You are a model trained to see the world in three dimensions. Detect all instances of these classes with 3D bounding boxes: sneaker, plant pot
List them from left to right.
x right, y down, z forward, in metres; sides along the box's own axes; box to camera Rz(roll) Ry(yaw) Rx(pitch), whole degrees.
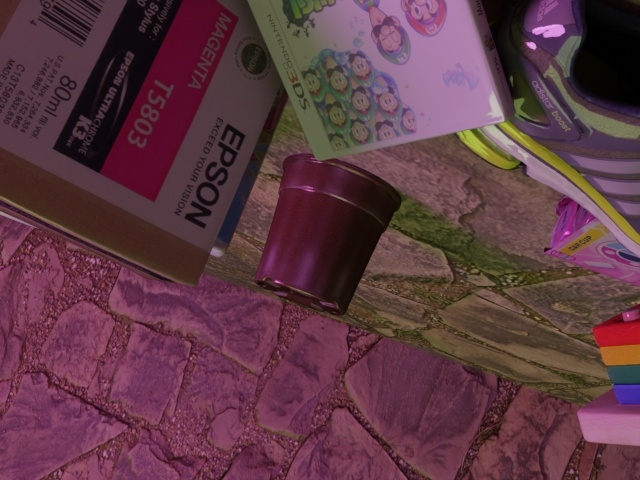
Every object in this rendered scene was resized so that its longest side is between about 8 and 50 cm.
[{"bbox_3d":[0.000,0.000,0.855,0.167,0.165,0.167,20,168,5],"label":"plant pot"},{"bbox_3d":[0.222,-0.060,0.415,0.299,0.111,0.121,22,163,-15],"label":"sneaker"}]

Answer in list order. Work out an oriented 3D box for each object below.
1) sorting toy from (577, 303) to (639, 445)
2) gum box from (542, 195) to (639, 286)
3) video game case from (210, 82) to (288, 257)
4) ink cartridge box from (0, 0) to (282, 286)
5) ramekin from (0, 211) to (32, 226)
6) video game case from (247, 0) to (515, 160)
[{"bbox_3d":[0.354,0.059,0.466,0.255,0.089,0.257,-15,177,-34],"label":"sorting toy"},{"bbox_3d":[0.284,-0.015,0.587,0.107,0.062,0.188,19,167,5],"label":"gum box"},{"bbox_3d":[-0.146,-0.112,0.560,0.212,0.193,0.023,23,159,-9],"label":"video game case"},{"bbox_3d":[-0.134,-0.111,0.453,0.193,0.235,0.088,29,165,-35],"label":"ink cartridge box"},{"bbox_3d":[-0.582,-0.139,1.207,0.303,0.148,0.303,20,167,5],"label":"ramekin"},{"bbox_3d":[0.028,-0.127,0.409,0.157,0.019,0.143,-5,116,45],"label":"video game case"}]
